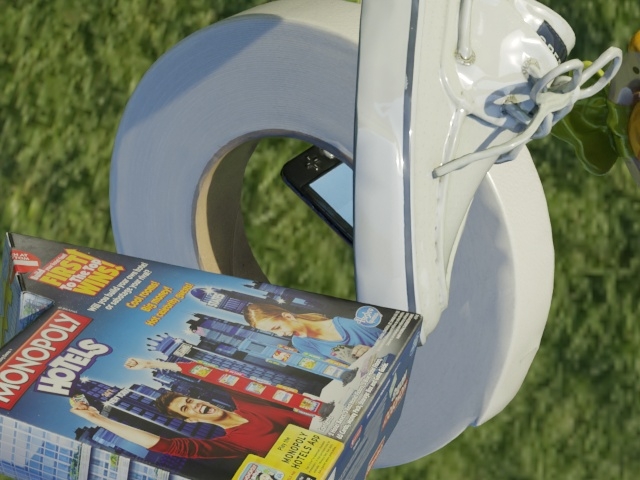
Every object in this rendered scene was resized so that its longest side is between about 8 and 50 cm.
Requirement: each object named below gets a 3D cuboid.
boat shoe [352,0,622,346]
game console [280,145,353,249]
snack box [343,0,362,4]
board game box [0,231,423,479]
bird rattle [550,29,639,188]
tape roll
[{"bbox_3d":[0.105,-0.109,0.975,0.156,0.367,0.136,4,162,6],"label":"boat shoe"},{"bbox_3d":[0.059,-0.062,1.432,0.144,0.124,0.085,44,142,15],"label":"game console"},{"bbox_3d":[0.012,-0.275,1.559,0.070,0.174,0.207,3,167,3],"label":"snack box"},{"bbox_3d":[-0.074,0.064,0.691,0.194,0.194,0.060,16,113,12],"label":"board game box"},{"bbox_3d":[0.295,-0.068,1.377,0.143,0.253,0.207,-16,153,-7],"label":"bird rattle"},{"bbox_3d":[0.000,0.000,1.297,0.392,0.072,0.392,14,117,30],"label":"tape roll"}]
